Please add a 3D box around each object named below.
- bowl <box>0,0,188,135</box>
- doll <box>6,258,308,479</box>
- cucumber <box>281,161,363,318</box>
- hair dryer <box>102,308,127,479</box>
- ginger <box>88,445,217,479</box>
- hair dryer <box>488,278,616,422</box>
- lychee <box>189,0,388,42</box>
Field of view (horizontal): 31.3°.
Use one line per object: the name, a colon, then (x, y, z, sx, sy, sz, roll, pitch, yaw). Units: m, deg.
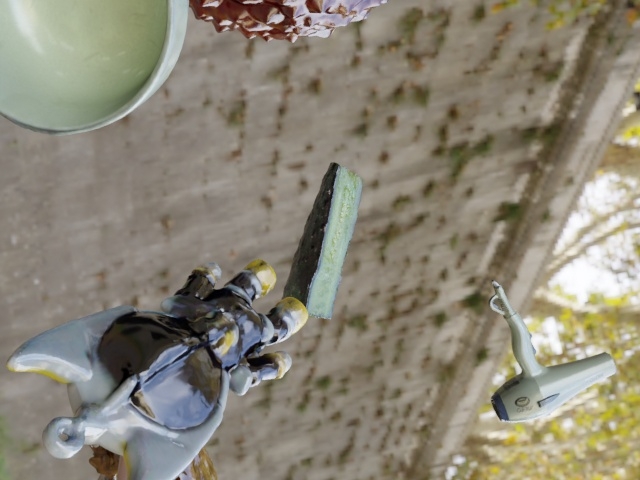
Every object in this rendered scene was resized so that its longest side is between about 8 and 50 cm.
bowl: (-0.289, -0.293, 1.351, 0.163, 0.307, 0.307, -53, 141, -64)
doll: (-0.126, 0.101, 0.977, 0.103, 0.316, 0.146, -16, -80, 38)
cucumber: (-0.001, 0.000, 1.566, 0.062, 0.078, 0.211, 10, -94, 35)
hair dryer: (-0.265, 0.274, 1.592, 0.189, 0.106, 0.345, 6, -94, 38)
ginger: (-0.310, 0.342, 1.913, 0.176, 0.254, 0.419, -30, 103, -75)
hair dryer: (0.298, 0.133, 1.473, 0.067, 0.167, 0.199, -132, -145, -71)
lychee: (-0.030, -0.497, 1.597, 0.424, 0.499, 0.425, -20, 90, -89)
